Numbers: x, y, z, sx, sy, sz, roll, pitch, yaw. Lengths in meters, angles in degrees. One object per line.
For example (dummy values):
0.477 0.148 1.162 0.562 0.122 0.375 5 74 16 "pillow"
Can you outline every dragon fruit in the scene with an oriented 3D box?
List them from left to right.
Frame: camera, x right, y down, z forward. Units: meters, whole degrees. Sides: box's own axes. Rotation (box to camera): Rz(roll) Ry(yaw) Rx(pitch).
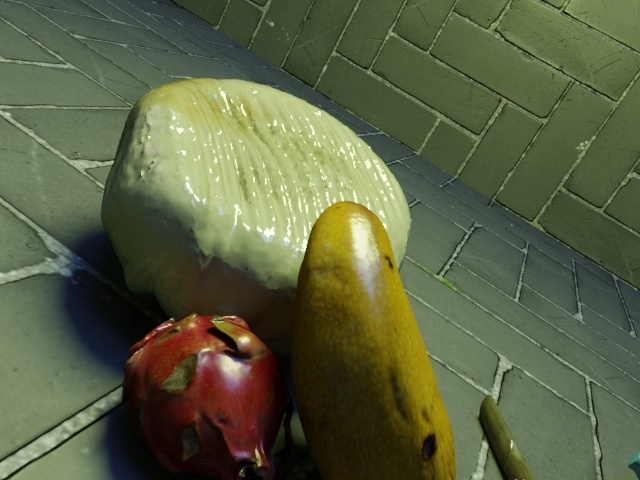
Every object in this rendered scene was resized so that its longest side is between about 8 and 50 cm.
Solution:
-0.085 0.125 0.490 0.136 0.133 0.166 18 21 -46 "dragon fruit"

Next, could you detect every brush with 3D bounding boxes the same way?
0.218 0.265 0.693 0.036 0.043 0.248 18 22 -11 "brush"

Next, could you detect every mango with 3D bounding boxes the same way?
0.034 0.119 0.510 0.177 0.120 0.295 -83 154 -73 "mango"

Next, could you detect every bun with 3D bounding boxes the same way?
-0.074 -0.021 0.705 0.365 0.219 0.365 24 38 -20 "bun"

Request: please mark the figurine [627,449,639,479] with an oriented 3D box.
0.559 0.340 0.816 0.262 0.154 0.180 35 25 21 "figurine"
